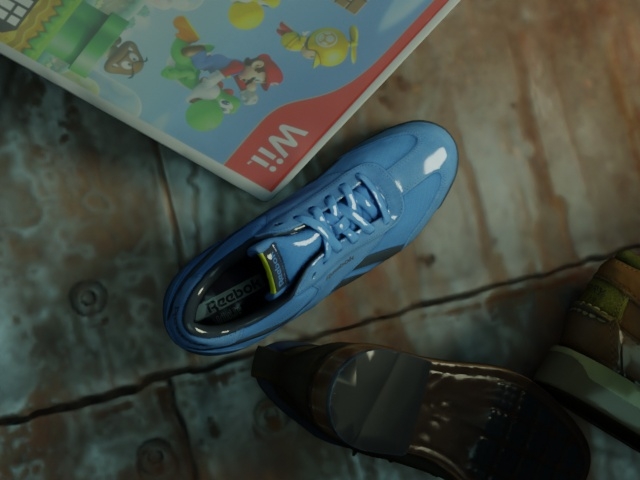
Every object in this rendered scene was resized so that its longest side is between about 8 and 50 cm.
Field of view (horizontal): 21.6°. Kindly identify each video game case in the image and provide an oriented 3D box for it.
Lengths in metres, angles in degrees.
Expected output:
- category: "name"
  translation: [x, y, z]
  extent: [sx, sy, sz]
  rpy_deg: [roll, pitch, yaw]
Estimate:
- category: "video game case"
  translation: [-0.081, -0.153, 0.906]
  extent: [0.285, 0.025, 0.204]
  rpy_deg: [29, 121, -27]

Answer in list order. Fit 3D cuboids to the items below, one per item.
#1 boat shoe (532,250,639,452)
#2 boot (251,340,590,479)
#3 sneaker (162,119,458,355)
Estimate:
- category: "boat shoe"
  translation: [0.283, 0.117, 1.011]
  extent: [0.307, 0.111, 0.104]
  rpy_deg: [32, 83, -11]
- category: "boot"
  translation: [0.062, 0.103, 1.009]
  extent: [0.219, 0.106, 0.082]
  rpy_deg: [26, 83, -35]
- category: "sneaker"
  translation: [0.000, 0.000, 0.989]
  extent: [0.209, 0.082, 0.069]
  rpy_deg: [-34, 93, -7]
